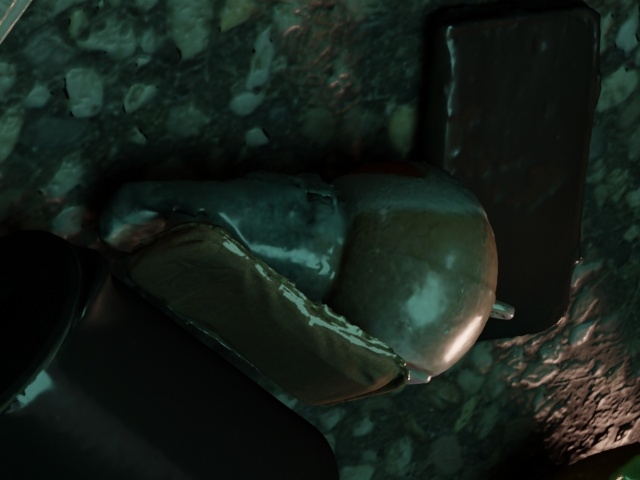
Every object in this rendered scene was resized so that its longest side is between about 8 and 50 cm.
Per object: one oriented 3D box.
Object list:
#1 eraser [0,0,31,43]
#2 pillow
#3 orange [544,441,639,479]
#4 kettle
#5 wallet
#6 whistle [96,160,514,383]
[{"bbox_3d":[-0.268,-0.146,1.141,0.096,0.098,0.404,32,96,-39],"label":"eraser"},{"bbox_3d":[-0.041,0.057,1.293,0.211,0.135,0.034,39,58,-23],"label":"pillow"},{"bbox_3d":[0.262,0.338,1.686,0.262,0.196,0.334,-21,131,-38],"label":"orange"},{"bbox_3d":[-0.177,0.148,1.338,0.308,0.262,0.203,44,54,-37],"label":"kettle"},{"bbox_3d":[0.151,-0.053,1.493,0.165,0.042,0.309,-10,120,-25],"label":"wallet"},{"bbox_3d":[0.000,0.000,1.365,0.348,0.189,0.189,17,107,-20],"label":"whistle"}]
